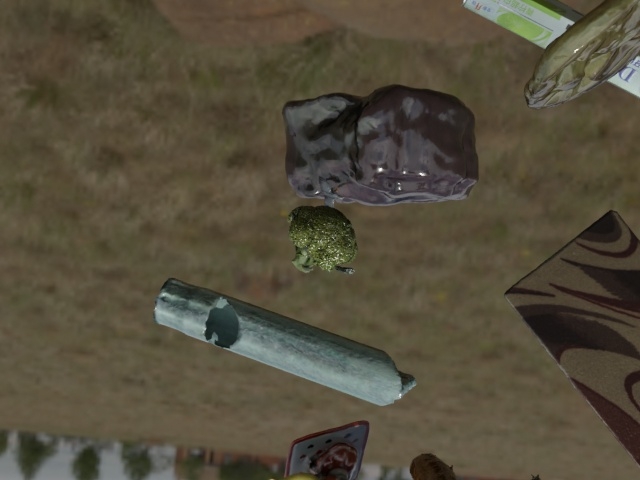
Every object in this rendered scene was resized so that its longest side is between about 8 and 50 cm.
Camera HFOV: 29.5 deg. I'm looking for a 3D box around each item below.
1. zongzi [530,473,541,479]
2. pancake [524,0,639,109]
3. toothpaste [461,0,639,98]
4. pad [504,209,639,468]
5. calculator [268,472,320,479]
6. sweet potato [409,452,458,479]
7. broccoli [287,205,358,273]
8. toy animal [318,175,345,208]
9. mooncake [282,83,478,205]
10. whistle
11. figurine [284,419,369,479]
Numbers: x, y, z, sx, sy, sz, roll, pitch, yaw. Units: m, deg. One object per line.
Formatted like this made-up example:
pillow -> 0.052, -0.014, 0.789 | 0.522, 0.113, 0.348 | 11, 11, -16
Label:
zongzi -> 0.264, 0.561, 1.974 | 0.218, 0.467, 0.500 | 28, 168, 6
pancake -> 0.371, -0.265, 1.561 | 0.294, 0.049, 0.294 | -36, 167, -10
toothpaste -> 0.390, -0.327, 1.916 | 0.336, 0.067, 0.081 | 28, -150, 2
pad -> 0.437, 0.141, 1.703 | 0.220, 0.330, 0.004 | -37, 174, -15
calculator -> -0.021, 0.480, 2.008 | 0.157, 0.236, 0.033 | -28, -160, 18
sweet potato -> 0.195, 0.396, 1.942 | 0.066, 0.072, 0.314 | 46, 179, -16
broccoli -> 0.000, 0.000, 2.012 | 0.131, 0.130, 0.120 | 26, 120, -26
toy animal -> 0.023, -0.087, 2.286 | 0.050, 0.028, 0.084 | -2, 137, 15
mooncake -> 0.127, -0.172, 2.349 | 0.350, 0.212, 0.381 | 0, 178, -27
whistle -> -0.042, 0.116, 1.375 | 0.312, 0.062, 0.062 | 18, 173, 18
figurine -> 0.053, 0.470, 2.132 | 0.160, 0.226, 0.183 | -13, 136, -21
